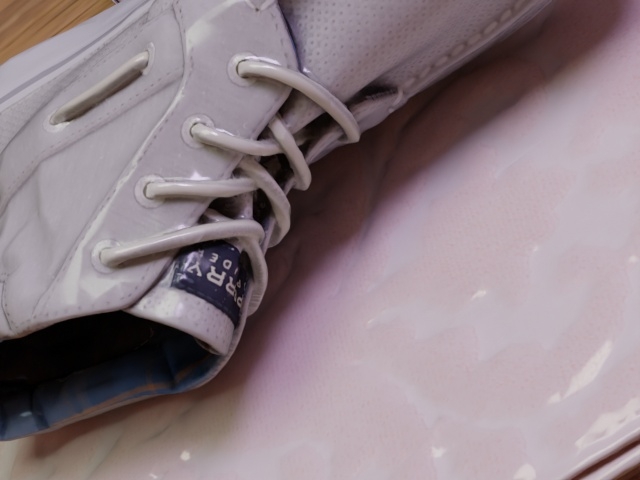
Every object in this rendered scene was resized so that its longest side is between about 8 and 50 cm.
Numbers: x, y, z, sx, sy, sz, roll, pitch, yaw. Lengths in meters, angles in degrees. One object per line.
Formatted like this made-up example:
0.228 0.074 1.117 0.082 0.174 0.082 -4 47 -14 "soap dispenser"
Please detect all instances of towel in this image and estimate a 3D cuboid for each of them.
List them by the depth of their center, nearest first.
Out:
0.000 0.000 0.561 0.317 0.053 0.332 -34 37 18 "towel"

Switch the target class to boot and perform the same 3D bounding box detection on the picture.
-0.017 -0.024 0.494 0.258 0.095 0.123 -30 45 37 "boot"

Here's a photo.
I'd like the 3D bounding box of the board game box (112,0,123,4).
0.015 -0.235 0.776 0.305 0.053 0.193 -40 35 11 "board game box"
